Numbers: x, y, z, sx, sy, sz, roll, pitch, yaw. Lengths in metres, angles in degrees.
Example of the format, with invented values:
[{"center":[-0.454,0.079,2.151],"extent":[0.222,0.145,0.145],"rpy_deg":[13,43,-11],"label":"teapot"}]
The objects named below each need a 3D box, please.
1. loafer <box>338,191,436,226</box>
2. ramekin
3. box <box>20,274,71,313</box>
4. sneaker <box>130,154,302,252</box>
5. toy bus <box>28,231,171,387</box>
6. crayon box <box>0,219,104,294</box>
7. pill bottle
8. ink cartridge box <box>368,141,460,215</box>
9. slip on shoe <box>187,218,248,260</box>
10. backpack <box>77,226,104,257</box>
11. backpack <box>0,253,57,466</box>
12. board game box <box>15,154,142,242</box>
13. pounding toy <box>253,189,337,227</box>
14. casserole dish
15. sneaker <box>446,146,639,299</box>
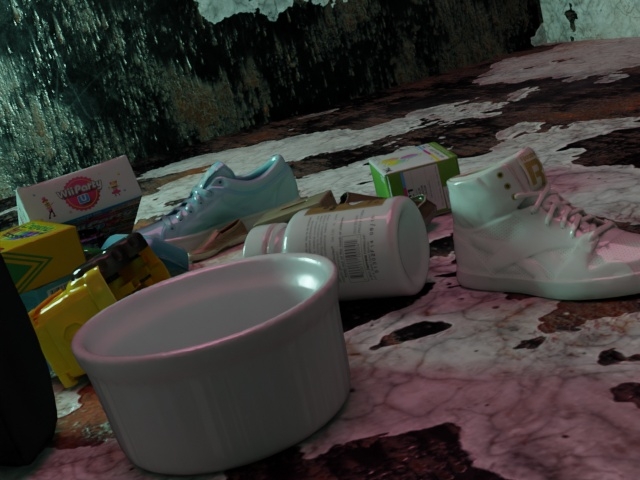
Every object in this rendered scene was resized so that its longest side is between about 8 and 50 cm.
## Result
[{"center":[0.065,-0.037,1.460],"extent":[0.251,0.087,0.094],"rpy_deg":[-15,14,-3],"label":"loafer"},{"center":[-0.101,0.122,0.926],"extent":[0.277,0.135,0.277],"rpy_deg":[-13,14,3],"label":"ramekin"},{"center":[-0.520,0.093,1.599],"extent":[0.244,0.060,0.100],"rpy_deg":[-1,19,42],"label":"box"},{"center":[-0.219,-0.074,1.758],"extent":[0.365,0.150,0.135],"rpy_deg":[-20,14,-20],"label":"sneaker"},{"center":[-0.309,0.107,1.224],"extent":[0.211,0.149,0.220],"rpy_deg":[-28,10,10],"label":"toy bus"},{"center":[-0.539,0.040,1.532],"extent":[0.318,0.081,0.202],"rpy_deg":[-25,18,-34],"label":"crayon box"},{"center":[0.019,0.018,1.211],"extent":[0.229,0.131,0.131],"rpy_deg":[-7,16,27],"label":"pill bottle"},{"center":[0.109,-0.088,1.598],"extent":[0.255,0.097,0.189],"rpy_deg":[-14,14,-2],"label":"ink cartridge box"},{"center":[-0.194,0.000,1.673],"extent":[0.135,0.041,0.051],"rpy_deg":[-23,16,-30],"label":"slip on shoe"},{"center":[-0.478,0.028,1.754],"extent":[0.114,0.084,0.105],"rpy_deg":[-15,10,-21],"label":"backpack"},{"center":[-0.500,0.145,1.019],"extent":[0.355,0.290,0.273],"rpy_deg":[-21,5,3],"label":"backpack"},{"center":[-0.500,-0.055,1.859],"extent":[0.224,0.098,0.303],"rpy_deg":[-21,-9,-20],"label":"board game box"},{"center":[0.000,0.000,1.341],"extent":[0.141,0.130,0.100],"rpy_deg":[-19,13,19],"label":"pounding toy"},{"center":[-0.309,0.019,1.597],"extent":[0.188,0.037,0.114],"rpy_deg":[3,-17,46],"label":"casserole dish"},{"center":[0.272,-0.027,1.061],"extent":[0.292,0.169,0.108],"rpy_deg":[1,19,42],"label":"sneaker"}]
